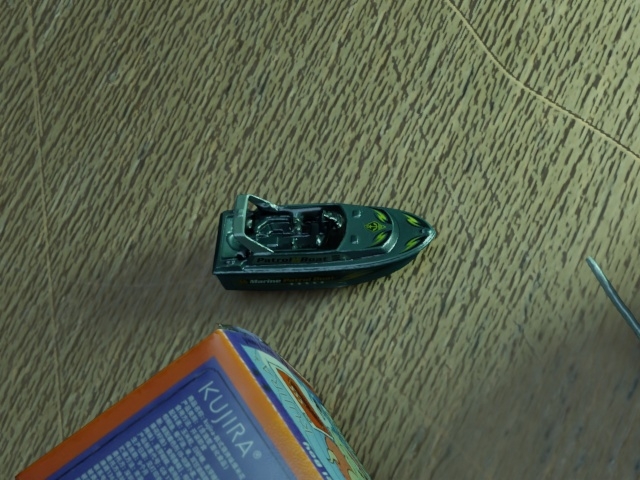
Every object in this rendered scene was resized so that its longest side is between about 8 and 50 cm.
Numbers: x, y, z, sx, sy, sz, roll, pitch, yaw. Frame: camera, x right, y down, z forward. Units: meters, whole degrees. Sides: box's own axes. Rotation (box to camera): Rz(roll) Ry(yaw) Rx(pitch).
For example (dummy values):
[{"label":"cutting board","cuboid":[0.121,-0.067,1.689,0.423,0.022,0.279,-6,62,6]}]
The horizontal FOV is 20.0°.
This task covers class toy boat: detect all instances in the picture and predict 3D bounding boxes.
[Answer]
[{"label":"toy boat","cuboid":[0.000,0.000,1.926,0.246,0.103,0.093,-3,48,9]}]

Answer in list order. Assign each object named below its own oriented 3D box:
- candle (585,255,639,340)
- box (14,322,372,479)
[{"label":"candle","cuboid":[0.456,0.036,1.728,0.342,0.221,0.221,-28,68,9]},{"label":"box","cuboid":[-0.054,0.311,1.720,0.257,0.318,0.348,-37,67,2]}]
